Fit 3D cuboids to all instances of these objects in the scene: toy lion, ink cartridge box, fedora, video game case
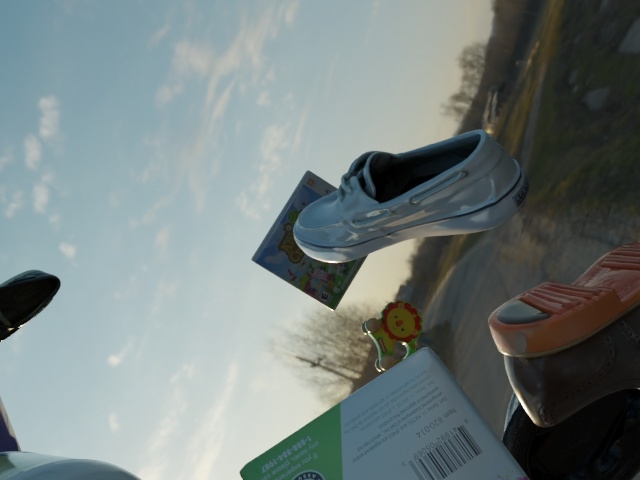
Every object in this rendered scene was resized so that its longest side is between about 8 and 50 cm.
[{"bbox_3d":[0.120,0.148,1.043,0.034,0.096,0.100,123,129,-70],"label":"toy lion"},{"bbox_3d":[0.113,0.296,0.551,0.207,0.353,0.119,-32,-27,-6],"label":"ink cartridge box"},{"bbox_3d":[0.445,0.321,1.194,0.152,0.334,0.333,-136,60,-71],"label":"fedora"},{"bbox_3d":[0.000,0.000,1.301,0.212,0.193,0.023,-58,6,-5],"label":"video game case"}]

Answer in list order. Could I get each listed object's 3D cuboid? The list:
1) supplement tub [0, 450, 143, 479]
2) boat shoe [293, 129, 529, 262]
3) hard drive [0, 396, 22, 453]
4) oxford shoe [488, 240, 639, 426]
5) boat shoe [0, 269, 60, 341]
[{"bbox_3d":[-0.282,0.337,0.655,0.325,0.235,0.235,-18,40,49],"label":"supplement tub"},{"bbox_3d":[0.062,-0.048,0.625,0.084,0.258,0.095,47,-135,-30],"label":"boat shoe"},{"bbox_3d":[-0.510,0.368,1.033,0.210,0.040,0.318,168,81,-80],"label":"hard drive"},{"bbox_3d":[0.354,0.083,0.717,0.130,0.364,0.132,-166,58,-75],"label":"oxford shoe"},{"bbox_3d":[-0.331,0.075,0.661,0.152,0.049,0.056,-46,-70,-39],"label":"boat shoe"}]
